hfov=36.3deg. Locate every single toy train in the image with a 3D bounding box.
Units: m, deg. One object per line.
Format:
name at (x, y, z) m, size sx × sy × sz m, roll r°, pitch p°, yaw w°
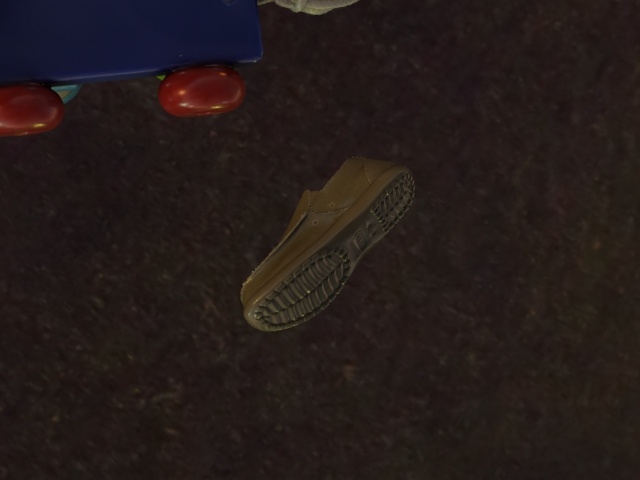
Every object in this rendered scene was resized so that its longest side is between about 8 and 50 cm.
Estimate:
toy train at (-0.066, -0.114, 0.519) m, size 0.248 × 0.143 × 0.105 m, roll -8°, pitch 92°, yaw -9°

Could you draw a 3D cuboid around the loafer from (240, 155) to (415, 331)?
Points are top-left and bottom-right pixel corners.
loafer at (0.000, 0.000, 0.648) m, size 0.148 × 0.050 × 0.056 m, roll -42°, pitch 141°, yaw -16°
